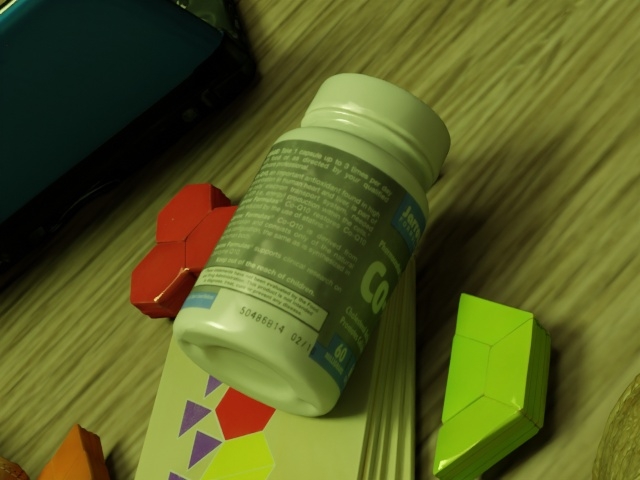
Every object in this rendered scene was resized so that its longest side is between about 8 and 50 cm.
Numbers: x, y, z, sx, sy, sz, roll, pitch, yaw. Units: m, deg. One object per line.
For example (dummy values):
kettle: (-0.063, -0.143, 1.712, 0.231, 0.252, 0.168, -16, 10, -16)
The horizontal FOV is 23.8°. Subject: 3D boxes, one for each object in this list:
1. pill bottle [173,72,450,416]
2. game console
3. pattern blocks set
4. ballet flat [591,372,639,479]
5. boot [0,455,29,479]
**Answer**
pill bottle: (0.000, 0.000, 0.661, 0.078, 0.078, 0.137, 4, 59, 47)
game console: (-0.205, -0.088, 0.919, 0.293, 0.173, 0.250, -35, 37, 14)
pattern blocks set: (-0.023, 0.089, 0.689, 0.285, 0.026, 0.325, -11, 48, 39)
ballet flat: (0.208, -0.012, 0.508, 0.342, 0.116, 0.124, -51, 17, -1)
boot: (-0.289, 0.179, 0.796, 0.283, 0.109, 0.220, 6, 61, 45)
